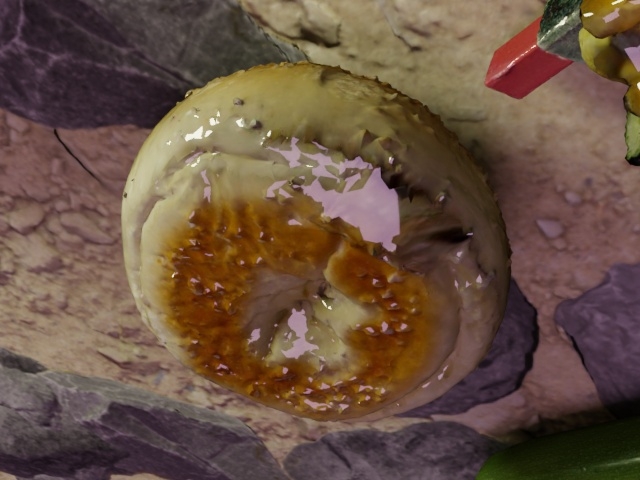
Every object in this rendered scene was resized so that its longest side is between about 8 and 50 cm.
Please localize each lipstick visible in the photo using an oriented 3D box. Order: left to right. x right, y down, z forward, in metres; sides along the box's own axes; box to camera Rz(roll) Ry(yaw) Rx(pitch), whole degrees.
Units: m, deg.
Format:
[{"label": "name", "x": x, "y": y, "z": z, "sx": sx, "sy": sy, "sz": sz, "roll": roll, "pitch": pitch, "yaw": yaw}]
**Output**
[{"label": "lipstick", "x": 0.217, "y": -0.177, "z": 0.630, "sx": 0.051, "sy": 0.051, "sz": 0.312, "roll": 36, "pitch": 135, "yaw": -18}]

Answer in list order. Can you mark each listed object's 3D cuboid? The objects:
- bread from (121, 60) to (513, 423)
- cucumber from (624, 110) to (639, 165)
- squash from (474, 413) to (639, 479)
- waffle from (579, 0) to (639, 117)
[{"label": "bread", "x": 0.000, "y": 0.000, "z": 0.791, "sx": 0.305, "sy": 0.159, "sz": 0.305, "roll": 12, "pitch": 135, "yaw": 12}, {"label": "cucumber", "x": 0.333, "y": -0.020, "z": 0.727, "sx": 0.300, "sy": 0.072, "sz": 0.072, "roll": 28, "pitch": 135, "yaw": -11}, {"label": "squash", "x": 0.293, "y": 0.191, "z": 0.920, "sx": 0.379, "sy": 0.101, "sz": 0.101, "roll": -17, "pitch": 125, "yaw": 34}, {"label": "waffle", "x": 0.309, "y": -0.172, "z": 0.487, "sx": 0.380, "sy": 0.095, "sz": 0.382, "roll": 24, "pitch": 134, "yaw": 5}]
